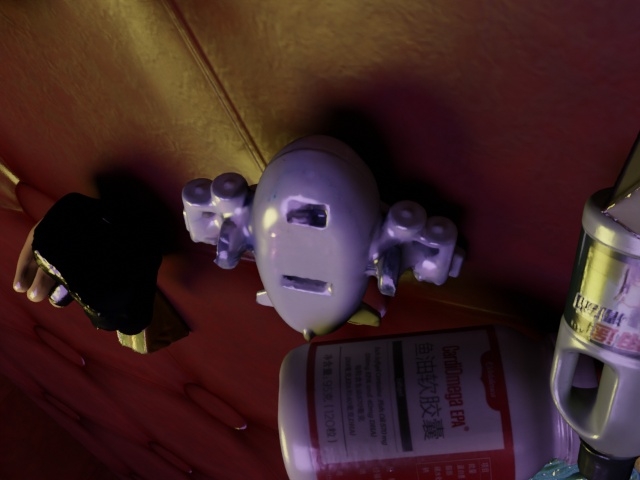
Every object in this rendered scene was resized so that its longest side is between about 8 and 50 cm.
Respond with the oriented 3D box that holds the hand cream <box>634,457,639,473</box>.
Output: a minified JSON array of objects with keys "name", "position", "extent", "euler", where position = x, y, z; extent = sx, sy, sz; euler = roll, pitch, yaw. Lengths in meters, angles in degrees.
[{"name":"hand cream","position":[0.351,0.197,0.624],"extent":[0.203,0.084,0.084],"euler":[32,152,-6]}]

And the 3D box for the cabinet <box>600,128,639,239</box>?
[{"name":"cabinet","position":[0.238,-0.060,0.272],"extent":[0.150,0.145,0.206],"euler":[35,152,-1]}]

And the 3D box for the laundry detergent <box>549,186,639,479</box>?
[{"name":"laundry detergent","position":[0.207,0.077,0.518],"extent":[0.099,0.070,0.226],"euler":[8,124,12]}]

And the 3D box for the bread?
[{"name":"bread","position":[-0.253,0.085,1.153],"extent":[0.074,0.084,0.139],"euler":[11,113,38]}]

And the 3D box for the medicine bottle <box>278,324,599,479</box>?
[{"name":"medicine bottle","position":[0.096,0.140,0.652],"extent":[0.250,0.131,0.131],"euler":[-7,140,8]}]

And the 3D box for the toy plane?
[{"name":"toy plane","position":[0.000,0.000,0.658],"extent":[0.244,0.117,0.245],"euler":[11,145,8]}]

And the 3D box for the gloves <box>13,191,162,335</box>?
[{"name":"gloves","position":[-0.274,0.042,0.966],"extent":[0.197,0.152,0.301],"euler":[49,148,-11]}]

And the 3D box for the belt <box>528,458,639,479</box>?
[{"name":"belt","position":[0.277,0.231,0.771],"extent":[0.100,0.065,0.179],"euler":[44,153,1]}]
